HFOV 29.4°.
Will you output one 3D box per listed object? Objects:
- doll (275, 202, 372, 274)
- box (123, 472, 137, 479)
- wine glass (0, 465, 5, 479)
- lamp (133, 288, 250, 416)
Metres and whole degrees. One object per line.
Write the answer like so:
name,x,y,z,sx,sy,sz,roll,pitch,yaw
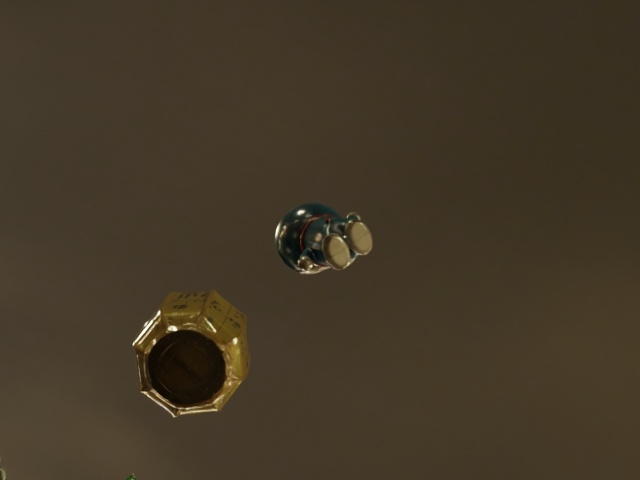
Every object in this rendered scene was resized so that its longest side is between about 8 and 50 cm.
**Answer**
doll,0.000,0.000,1.419,0.152,0.114,0.085,7,-55,62
box,-0.236,0.372,1.429,0.081,0.199,0.135,-44,-93,15
wine glass,-0.362,0.212,0.994,0.222,0.103,0.103,-12,-65,38
lamp,-0.171,0.148,1.642,0.161,0.185,0.161,0,-78,0
